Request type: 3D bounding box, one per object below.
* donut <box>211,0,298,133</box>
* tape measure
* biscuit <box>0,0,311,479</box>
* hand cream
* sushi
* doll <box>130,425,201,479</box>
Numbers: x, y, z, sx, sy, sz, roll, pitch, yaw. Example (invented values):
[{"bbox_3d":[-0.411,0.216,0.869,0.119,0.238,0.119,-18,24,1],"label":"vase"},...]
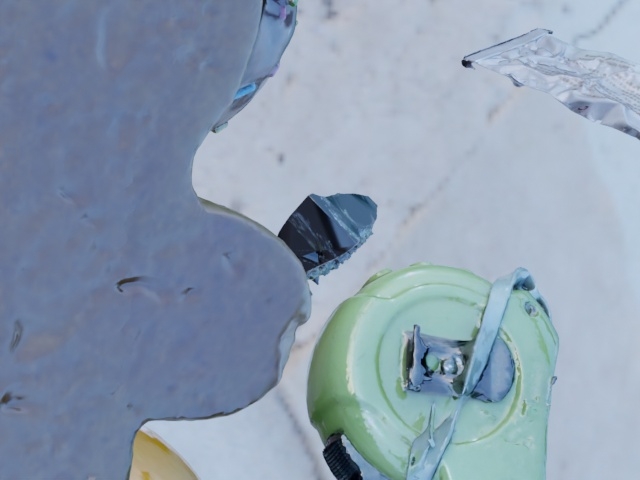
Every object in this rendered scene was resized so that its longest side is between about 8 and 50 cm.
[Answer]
[{"bbox_3d":[-0.100,-0.173,1.222,0.096,0.216,0.230,-1,59,-49],"label":"donut"},{"bbox_3d":[0.069,0.089,1.137,0.154,0.087,0.177,15,62,-9],"label":"tape measure"},{"bbox_3d":[-0.134,0.036,0.697,0.283,0.064,0.432,8,101,-41],"label":"biscuit"},{"bbox_3d":[0.216,-0.073,1.265,0.084,0.257,0.050,-30,146,-39],"label":"hand cream"},{"bbox_3d":[0.000,0.000,1.600,0.056,0.084,0.083,46,27,5],"label":"sushi"},{"bbox_3d":[-0.180,0.176,1.210,0.213,0.213,0.236,-28,74,-44],"label":"doll"}]
